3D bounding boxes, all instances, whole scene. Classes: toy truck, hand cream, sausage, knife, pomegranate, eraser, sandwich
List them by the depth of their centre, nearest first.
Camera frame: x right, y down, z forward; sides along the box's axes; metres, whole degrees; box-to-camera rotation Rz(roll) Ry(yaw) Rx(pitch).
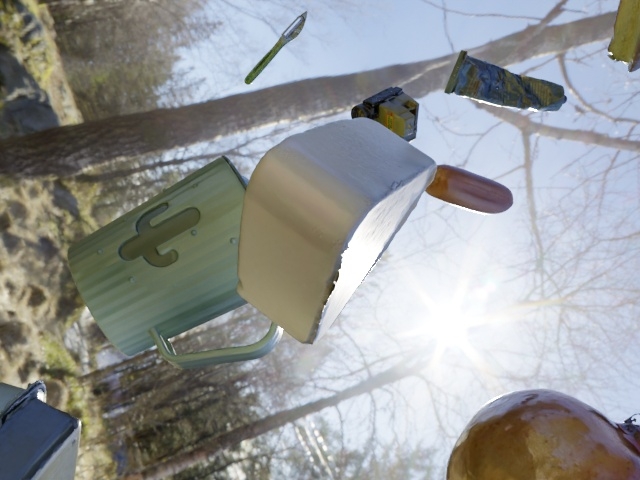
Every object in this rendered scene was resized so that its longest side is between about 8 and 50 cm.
[{"bbox_3d":[0.000,0.000,0.774,0.149,0.331,0.331,33,-29,13],"label":"eraser"},{"bbox_3d":[0.362,0.373,0.820,0.338,0.338,0.338,55,-23,38],"label":"pomegranate"},{"bbox_3d":[0.352,-0.283,1.034,0.052,0.247,0.075,-161,-100,-69],"label":"hand cream"},{"bbox_3d":[-0.081,-0.362,1.062,0.022,0.184,0.026,32,-11,48],"label":"knife"},{"bbox_3d":[0.687,-0.474,1.154,0.236,0.128,0.122,71,7,-58],"label":"sandwich"},{"bbox_3d":[0.143,-0.183,1.186,0.127,0.127,0.257,38,-37,31],"label":"toy truck"},{"bbox_3d":[0.398,-0.132,1.503,0.105,0.274,0.105,-39,-136,52],"label":"sausage"}]

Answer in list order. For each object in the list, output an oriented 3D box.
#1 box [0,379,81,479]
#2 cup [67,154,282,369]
[{"bbox_3d":[-0.410,0.308,0.627,0.290,0.166,0.221,-67,174,-66],"label":"box"},{"bbox_3d":[-0.263,0.057,1.151,0.401,0.392,0.310,49,-15,50],"label":"cup"}]
